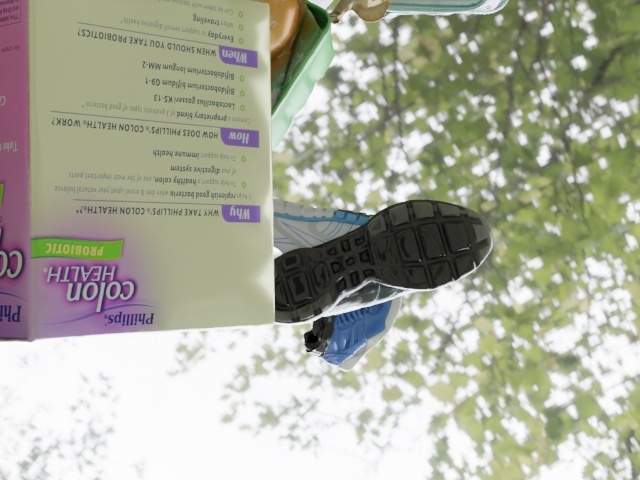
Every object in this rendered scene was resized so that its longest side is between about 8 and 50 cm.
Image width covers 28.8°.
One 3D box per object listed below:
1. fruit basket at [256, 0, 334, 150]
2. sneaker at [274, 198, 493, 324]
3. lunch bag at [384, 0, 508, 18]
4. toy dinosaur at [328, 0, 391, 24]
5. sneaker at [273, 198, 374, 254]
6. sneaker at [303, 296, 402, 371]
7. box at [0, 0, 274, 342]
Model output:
[{"bbox_3d":[-0.135,-0.212,1.367,0.165,0.353,0.327,34,-87,29],"label":"fruit basket"},{"bbox_3d":[0.058,0.022,1.378,0.267,0.106,0.101,-15,-95,6],"label":"sneaker"},{"bbox_3d":[0.162,-0.451,1.916,0.279,0.108,0.224,10,-73,34],"label":"lunch bag"},{"bbox_3d":[0.079,-0.369,1.829,0.183,0.092,0.053,-18,-172,-4],"label":"toy dinosaur"},{"bbox_3d":[0.000,0.000,1.440,0.191,0.071,0.083,8,-91,9],"label":"sneaker"},{"bbox_3d":[0.035,0.102,1.601,0.152,0.085,0.058,-51,-155,36],"label":"sneaker"},{"bbox_3d":[-0.148,-0.055,0.877,0.117,0.213,0.243,-3,-92,42],"label":"box"}]
